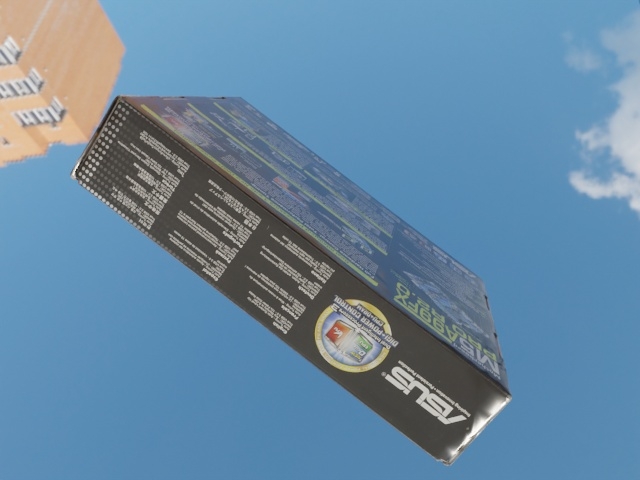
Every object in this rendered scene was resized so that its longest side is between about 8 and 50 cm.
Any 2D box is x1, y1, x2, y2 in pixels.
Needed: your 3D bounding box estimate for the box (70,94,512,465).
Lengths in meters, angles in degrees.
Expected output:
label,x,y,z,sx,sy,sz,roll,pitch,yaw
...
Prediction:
label,x,y,z,sx,sy,sz,roll,pitch,yaw
box,0.000,0.000,0.427,0.270,0.216,0.060,37,-72,0
